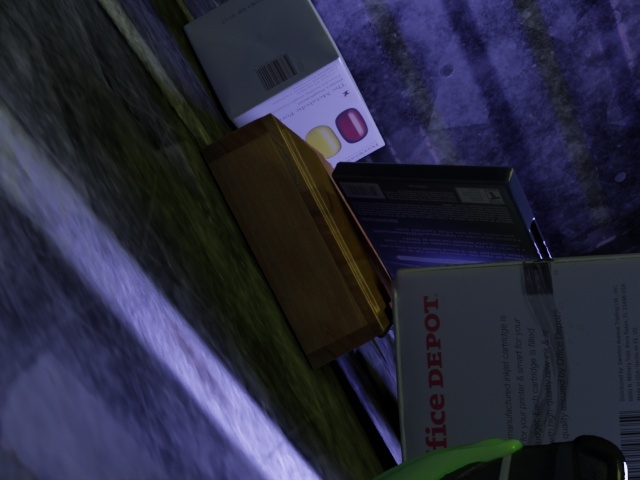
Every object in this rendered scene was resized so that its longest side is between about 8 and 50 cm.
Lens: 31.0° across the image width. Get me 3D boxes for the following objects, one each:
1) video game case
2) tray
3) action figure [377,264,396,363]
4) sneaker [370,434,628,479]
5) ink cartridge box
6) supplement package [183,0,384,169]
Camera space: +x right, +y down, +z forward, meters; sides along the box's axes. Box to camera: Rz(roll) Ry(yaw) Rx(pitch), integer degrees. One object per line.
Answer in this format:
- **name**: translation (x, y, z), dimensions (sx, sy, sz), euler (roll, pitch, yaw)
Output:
- **video game case**: translation (0.149, 0.018, 1.216), dimensions (0.274, 0.196, 0.026), euler (57, 48, -43)
- **tray**: translation (0.000, 0.000, 1.138), dimensions (0.202, 0.076, 0.411), euler (62, 6, 3)
- **action figure**: translation (0.130, 0.079, 1.655), dimensions (0.164, 0.141, 0.275), euler (49, 9, -12)
- **sneaker**: translation (0.179, 0.313, 0.554), dimensions (0.482, 0.202, 0.185), euler (62, 6, -1)
- **ink cartridge box**: translation (0.226, 0.127, 1.084), dimensions (0.129, 0.308, 0.223), euler (-13, 99, -86)
- **supplement package**: translation (-0.034, -0.174, 1.329), dimensions (0.133, 0.139, 0.244), euler (63, 6, 23)
